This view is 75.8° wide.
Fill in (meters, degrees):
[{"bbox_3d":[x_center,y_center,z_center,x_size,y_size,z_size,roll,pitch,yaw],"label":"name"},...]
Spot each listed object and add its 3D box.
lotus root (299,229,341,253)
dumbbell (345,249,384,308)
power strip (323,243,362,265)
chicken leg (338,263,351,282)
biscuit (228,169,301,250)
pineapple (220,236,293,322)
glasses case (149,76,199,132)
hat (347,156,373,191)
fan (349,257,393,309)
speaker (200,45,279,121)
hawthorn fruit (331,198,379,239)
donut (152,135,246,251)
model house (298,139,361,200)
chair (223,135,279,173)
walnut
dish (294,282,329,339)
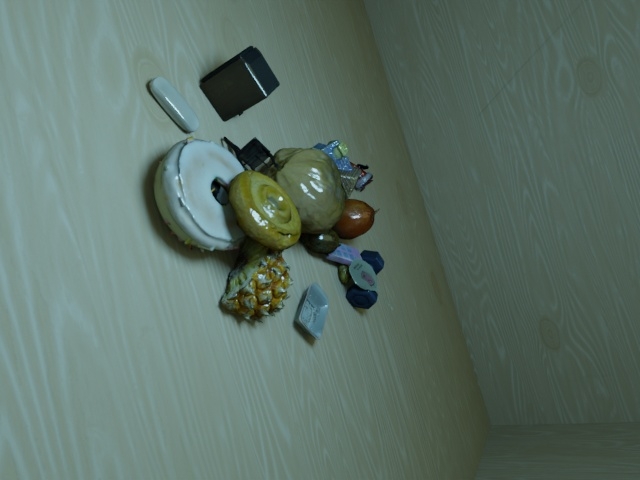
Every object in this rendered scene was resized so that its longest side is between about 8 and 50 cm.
[{"bbox_3d":[0.000,0.000,1.863,0.209,0.120,0.120,7,66,-26],"label":"lotus root"},{"bbox_3d":[0.236,0.197,2.133,0.316,0.156,0.144,-69,161,-46],"label":"dumbbell"},{"bbox_3d":[0.106,0.063,2.027,0.278,0.037,0.109,18,40,-41],"label":"power strip"},{"bbox_3d":[0.124,0.130,2.070,0.093,0.070,0.178,13,51,-37],"label":"chicken leg"},{"bbox_3d":[-0.172,-0.105,1.360,0.296,0.102,0.296,43,27,-28],"label":"biscuit"},{"bbox_3d":[-0.156,0.147,1.472,0.286,0.208,0.344,49,37,-34],"label":"pineapple"},{"bbox_3d":[-0.491,-0.457,1.393,0.204,0.051,0.081,53,37,-29],"label":"glasses case"},{"bbox_3d":[0.212,-0.407,2.457,0.227,0.129,0.140,50,-7,-5],"label":"hat"},{"bbox_3d":[0.258,0.218,2.008,0.310,0.010,0.182,49,40,0],"label":"fan"},{"bbox_3d":[-0.307,-0.598,1.581,0.193,0.230,0.153,56,35,-25],"label":"speaker"},{"bbox_3d":[0.172,-0.120,2.068,0.210,0.262,0.211,-16,90,-81],"label":"hawthorn fruit"},{"bbox_3d":[-0.371,-0.140,1.337,0.382,0.142,0.383,32,50,-47],"label":"donut"},{"bbox_3d":[0.033,-0.315,1.954,0.321,0.266,0.261,61,29,-18],"label":"model house"},{"bbox_3d":[-0.264,-0.336,1.540,0.229,0.113,0.106,59,11,32],"label":"chair"},{"bbox_3d":[-0.069,-0.190,1.662,0.383,0.383,0.384,32,49,-47],"label":"walnut"},{"bbox_3d":[-0.039,0.288,1.725,0.154,0.064,0.234,53,37,-29],"label":"dish"}]
